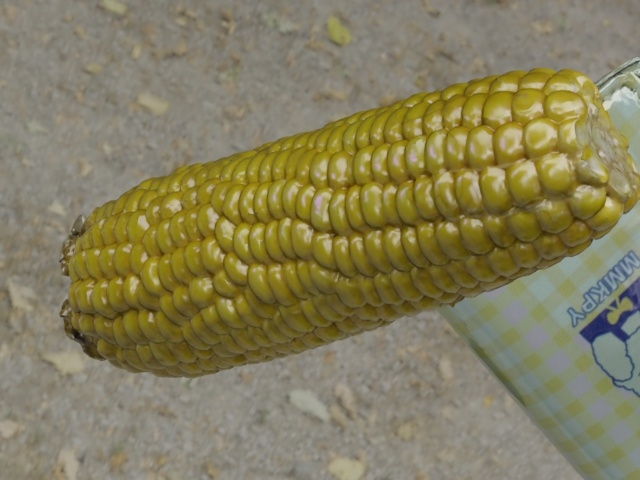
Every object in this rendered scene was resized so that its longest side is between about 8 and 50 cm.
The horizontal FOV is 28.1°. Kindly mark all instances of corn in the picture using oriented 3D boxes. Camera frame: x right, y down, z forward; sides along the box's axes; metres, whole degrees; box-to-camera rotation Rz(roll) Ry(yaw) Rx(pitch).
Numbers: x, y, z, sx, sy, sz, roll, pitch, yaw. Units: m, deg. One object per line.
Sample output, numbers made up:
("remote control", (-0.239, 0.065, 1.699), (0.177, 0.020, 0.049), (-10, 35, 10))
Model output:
("corn", (0.000, 0.000, 0.587), (0.106, 0.305, 0.106), (21, 63, -47))

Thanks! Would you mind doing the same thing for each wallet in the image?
("wallet", (0.220, 0.054, 0.868), (0.309, 0.223, 0.077), (49, 1, -21))
